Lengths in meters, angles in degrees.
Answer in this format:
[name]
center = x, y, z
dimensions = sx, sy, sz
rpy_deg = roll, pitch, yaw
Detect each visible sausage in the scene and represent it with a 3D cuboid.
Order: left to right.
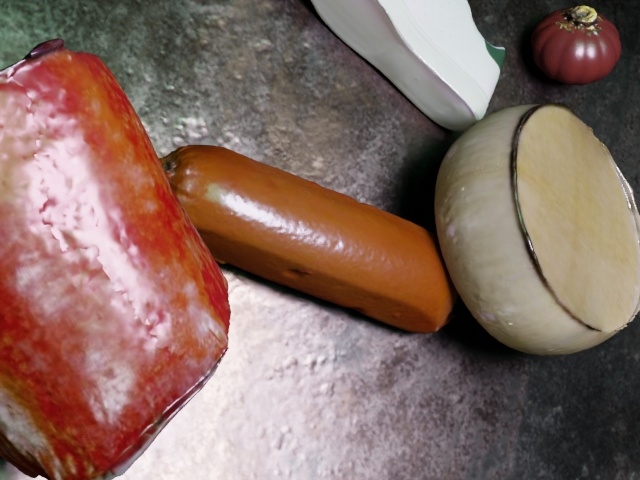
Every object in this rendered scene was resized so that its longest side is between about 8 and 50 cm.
[sausage]
center = 0.000, 0.001, 1.113
dimensions = 0.348, 0.094, 0.097
rpy_deg = 21, 70, -23

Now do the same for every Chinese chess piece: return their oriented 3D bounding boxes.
[Chinese chess piece]
center = 0.226, -0.012, 1.186
dimensions = 0.257, 0.104, 0.257
rpy_deg = 21, 59, -40

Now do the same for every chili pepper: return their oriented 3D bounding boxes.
[chili pepper]
center = -0.222, 0.016, 0.948
dimensions = 0.251, 0.229, 0.305
rpy_deg = -42, 109, -31

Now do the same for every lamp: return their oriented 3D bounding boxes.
[lamp]
center = 0.285, -0.217, 1.312
dimensions = 0.101, 0.090, 0.101
rpy_deg = 2, 43, -2

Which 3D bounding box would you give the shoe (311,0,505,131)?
[shoe]
center = 0.090, -0.235, 1.216
dimensions = 0.265, 0.095, 0.110
rpy_deg = 46, 62, -21
